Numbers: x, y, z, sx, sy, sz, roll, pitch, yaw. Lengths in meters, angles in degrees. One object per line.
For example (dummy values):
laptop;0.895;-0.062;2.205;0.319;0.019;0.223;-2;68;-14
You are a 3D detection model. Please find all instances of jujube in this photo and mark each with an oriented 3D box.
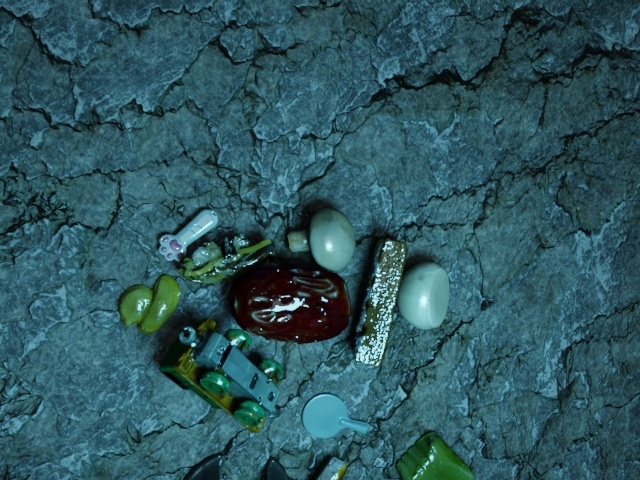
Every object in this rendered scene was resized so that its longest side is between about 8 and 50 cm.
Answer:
jujube;-0.077;0.191;1.272;0.378;0.258;0.257;-1;93;-27

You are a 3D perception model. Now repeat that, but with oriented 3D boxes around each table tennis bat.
table tennis bat;0.054;0.613;1.454;0.245;0.040;0.152;22;87;-13

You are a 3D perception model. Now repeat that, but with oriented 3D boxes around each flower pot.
flower pot;-0.247;0.868;1.265;0.380;0.251;0.378;-1;94;-19

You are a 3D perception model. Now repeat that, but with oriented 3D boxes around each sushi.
sushi;-0.283;0.061;1.292;0.291;0.139;0.131;-19;78;-16

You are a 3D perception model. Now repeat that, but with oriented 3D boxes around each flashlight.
flashlight;-0.395;-0.019;1.281;0.200;0.047;0.093;-41;103;-11

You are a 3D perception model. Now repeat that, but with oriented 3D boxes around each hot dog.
hot dog;-0.008;0.828;1.395;0.069;0.131;0.252;37;77;14

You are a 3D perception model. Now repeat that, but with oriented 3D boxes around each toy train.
toy train;-0.285;0.399;1.241;0.429;0.249;0.178;53;40;-27

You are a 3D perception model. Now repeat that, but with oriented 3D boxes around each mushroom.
mushroom;0.013;0.009;1.343;0.209;0.206;0.206;-35;102;6

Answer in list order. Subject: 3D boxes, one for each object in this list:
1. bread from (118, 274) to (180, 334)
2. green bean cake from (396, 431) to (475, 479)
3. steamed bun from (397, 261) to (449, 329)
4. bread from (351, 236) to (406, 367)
bread;-0.505;0.182;1.250;0.150;0.065;0.187;36;84;-10
green bean cake;0.409;0.840;1.531;0.222;0.125;0.248;-40;105;-13
steamed bun;0.341;0.185;1.454;0.232;0.145;0.231;-7;99;-54
bread;0.194;0.193;1.404;0.113;0.165;0.415;13;87;4
